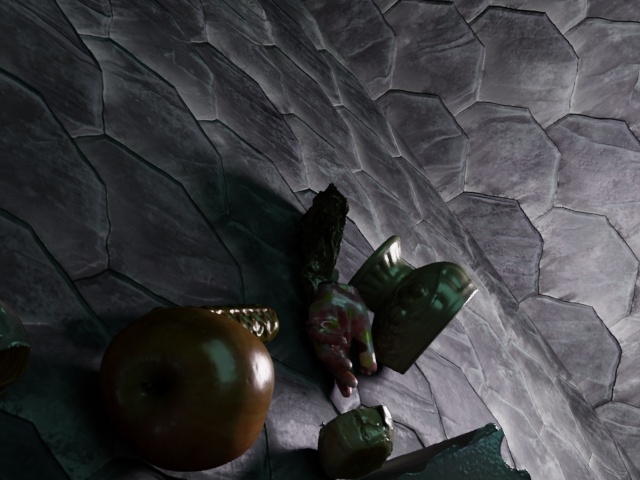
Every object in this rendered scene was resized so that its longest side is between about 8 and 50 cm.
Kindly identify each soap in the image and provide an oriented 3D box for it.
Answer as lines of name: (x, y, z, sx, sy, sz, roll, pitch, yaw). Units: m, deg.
soap: (0.201, 0.472, 1.576, 0.159, 0.302, 0.257, 64, 23, 5)

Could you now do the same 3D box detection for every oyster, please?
oyster: (0.005, -0.014, 2.055, 0.110, 0.204, 0.396, 10, 31, -6)

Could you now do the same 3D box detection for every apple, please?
apple: (-0.190, 0.215, 1.277, 0.242, 0.242, 0.241, 61, 11, 17)

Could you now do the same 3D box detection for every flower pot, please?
flower pot: (0.194, 0.143, 2.068, 0.244, 0.307, 0.307, 40, 20, 10)

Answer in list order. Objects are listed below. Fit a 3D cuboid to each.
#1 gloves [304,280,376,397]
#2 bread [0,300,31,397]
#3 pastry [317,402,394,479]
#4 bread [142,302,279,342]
gloves: (0.039, 0.214, 1.862, 0.145, 0.126, 0.241, 29, 61, -55)
bread: (-0.441, 0.132, 1.072, 0.160, 0.073, 0.160, 40, 25, -23)
pastry: (0.068, 0.378, 1.626, 0.165, 0.166, 0.088, 28, 27, -46)
bread: (-0.185, 0.152, 1.544, 0.367, 0.084, 0.077, 8, 90, -63)
